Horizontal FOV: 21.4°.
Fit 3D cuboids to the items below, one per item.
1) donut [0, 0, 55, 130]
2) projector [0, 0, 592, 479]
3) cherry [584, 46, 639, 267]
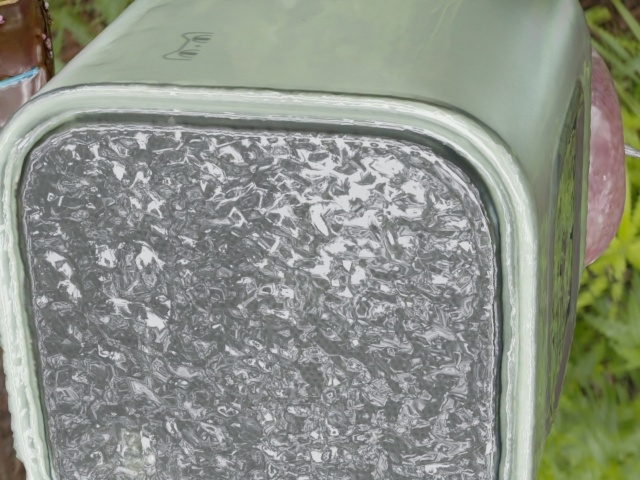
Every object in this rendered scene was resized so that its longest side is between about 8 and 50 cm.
[{"bbox_3d":[-0.245,-0.072,1.304,0.089,0.235,0.235,-3,112,-14],"label":"donut"},{"bbox_3d":[0.000,0.000,0.847,0.248,0.249,0.248,4,116,13],"label":"projector"},{"bbox_3d":[0.171,-0.078,1.518,0.285,0.213,0.236,2,76,-8],"label":"cherry"}]
